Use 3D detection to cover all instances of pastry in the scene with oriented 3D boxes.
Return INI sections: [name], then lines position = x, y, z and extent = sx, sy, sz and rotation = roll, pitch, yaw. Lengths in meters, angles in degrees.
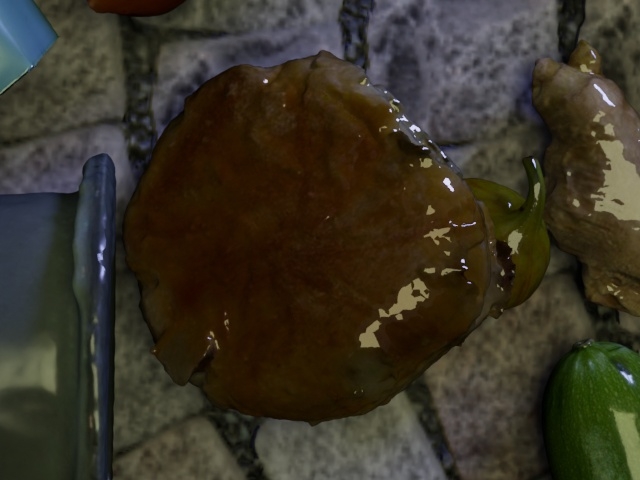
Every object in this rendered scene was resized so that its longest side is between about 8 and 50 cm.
[pastry]
position = 0.000, 0.000, 0.940
extent = 0.229, 0.100, 0.218
rotation = 12, 83, 20

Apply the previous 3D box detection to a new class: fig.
[fig]
position = 0.109, -0.001, 0.990
extent = 0.082, 0.098, 0.084
rotation = 8, 69, -29

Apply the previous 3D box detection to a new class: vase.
[vase]
position = -0.253, 0.077, 0.859
extent = 0.291, 0.245, 0.245
rotation = -1, 91, -6

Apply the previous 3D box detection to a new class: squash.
[squash]
position = 0.219, 0.244, 1.019
extent = 0.101, 0.101, 0.379
rotation = -14, 90, -12

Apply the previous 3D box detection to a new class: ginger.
[ginger]
position = 0.204, -0.022, 1.023
extent = 0.213, 0.074, 0.137
rotation = 32, 83, -16

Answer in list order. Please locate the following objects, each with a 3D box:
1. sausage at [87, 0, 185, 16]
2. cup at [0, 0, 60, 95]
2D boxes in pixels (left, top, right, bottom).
[sausage]
position = -0.006, -0.249, 0.963
extent = 0.348, 0.094, 0.097
rotation = -34, 118, -11
[cup]
position = -0.259, -0.167, 0.890
extent = 0.134, 0.148, 0.236
rotation = -43, 104, -5
